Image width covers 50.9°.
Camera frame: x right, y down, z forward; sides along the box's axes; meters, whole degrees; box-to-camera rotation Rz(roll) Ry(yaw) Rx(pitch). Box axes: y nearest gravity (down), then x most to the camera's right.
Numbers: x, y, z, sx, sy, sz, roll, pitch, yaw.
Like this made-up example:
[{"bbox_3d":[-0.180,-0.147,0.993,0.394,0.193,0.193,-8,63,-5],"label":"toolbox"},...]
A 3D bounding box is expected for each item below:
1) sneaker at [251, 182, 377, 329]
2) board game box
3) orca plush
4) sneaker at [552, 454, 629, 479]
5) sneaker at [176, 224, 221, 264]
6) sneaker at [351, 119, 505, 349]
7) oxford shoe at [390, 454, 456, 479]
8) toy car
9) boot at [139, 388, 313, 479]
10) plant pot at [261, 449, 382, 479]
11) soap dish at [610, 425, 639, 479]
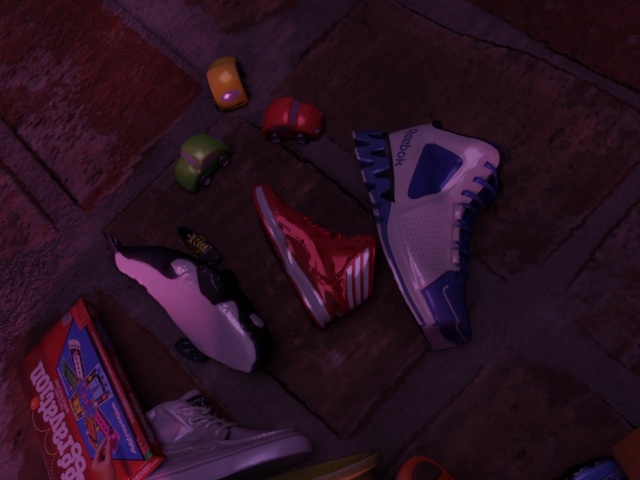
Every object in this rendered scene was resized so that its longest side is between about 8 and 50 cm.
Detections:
[{"bbox_3d":[0.000,0.000,0.912,0.128,0.087,0.221,-26,75,-7],"label":"sneaker"},{"bbox_3d":[-0.309,0.218,0.871,0.145,0.027,0.281,-46,52,6],"label":"board game box"},{"bbox_3d":[-0.166,0.075,0.929,0.287,0.102,0.151,18,117,31],"label":"orca plush"},{"bbox_3d":[0.254,0.315,0.707,0.087,0.083,0.221,43,92,19],"label":"sneaker"},{"bbox_3d":[-0.179,0.006,0.969,0.083,0.035,0.031,31,78,24],"label":"sneaker"},{"bbox_3d":[0.160,-0.039,0.850,0.182,0.127,0.315,-19,62,8],"label":"sneaker"},{"bbox_3d":[0.125,0.390,0.634,0.133,0.130,0.363,-26,79,32],"label":"oxford shoe"},{"bbox_3d":[-0.143,-0.170,1.026,0.239,0.053,0.225,36,80,25],"label":"toy car"},{"bbox_3d":[-0.140,0.238,0.821,0.258,0.095,0.123,-20,63,12],"label":"boot"},{"bbox_3d":[-0.035,0.374,0.666,0.276,0.276,0.254,-18,75,6],"label":"plant pot"},{"bbox_3d":[0.412,0.257,0.549,0.229,0.291,0.118,10,109,-5],"label":"soap dish"}]
